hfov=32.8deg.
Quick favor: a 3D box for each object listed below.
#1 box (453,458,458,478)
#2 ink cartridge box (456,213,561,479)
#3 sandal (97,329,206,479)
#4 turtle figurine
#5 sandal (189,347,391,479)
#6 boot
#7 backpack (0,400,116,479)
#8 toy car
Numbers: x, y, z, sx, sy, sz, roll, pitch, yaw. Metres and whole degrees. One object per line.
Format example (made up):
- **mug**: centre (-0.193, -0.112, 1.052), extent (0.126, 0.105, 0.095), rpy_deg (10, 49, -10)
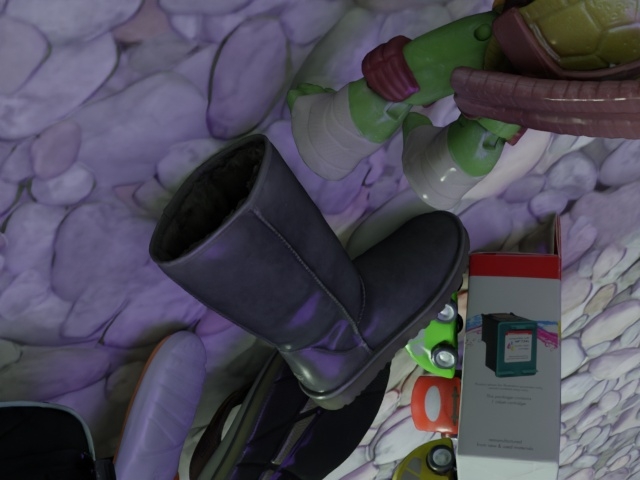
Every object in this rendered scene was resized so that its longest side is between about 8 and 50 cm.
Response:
- **box**: centre (0.122, 0.288, 1.192), extent (0.162, 0.029, 0.116), rpy_deg (-11, 139, -27)
- **ink cartridge box**: centre (0.159, 0.104, 0.900), extent (0.078, 0.231, 0.134), rpy_deg (2, 144, 11)
- **sandal**: centre (-0.155, 0.176, 0.814), extent (0.102, 0.076, 0.265), rpy_deg (-13, 124, -65)
- **turtle figurine**: centre (0.103, -0.151, 0.605), extent (0.197, 0.275, 0.266), rpy_deg (-28, 172, -48)
- **sandal**: centre (-0.055, 0.167, 0.852), extent (0.120, 0.086, 0.303), rpy_deg (32, 93, -43)
- **boot**: centre (0.002, 0.000, 0.732), extent (0.190, 0.076, 0.208), rpy_deg (-52, 129, -18)
- **backpack**: centre (-0.259, 0.216, 0.637), extent (0.253, 0.225, 0.191), rpy_deg (0, 155, -28)
- **toy car**: centre (0.090, 0.115, 0.899), extent (0.053, 0.239, 0.225), rpy_deg (1, 115, 11)
